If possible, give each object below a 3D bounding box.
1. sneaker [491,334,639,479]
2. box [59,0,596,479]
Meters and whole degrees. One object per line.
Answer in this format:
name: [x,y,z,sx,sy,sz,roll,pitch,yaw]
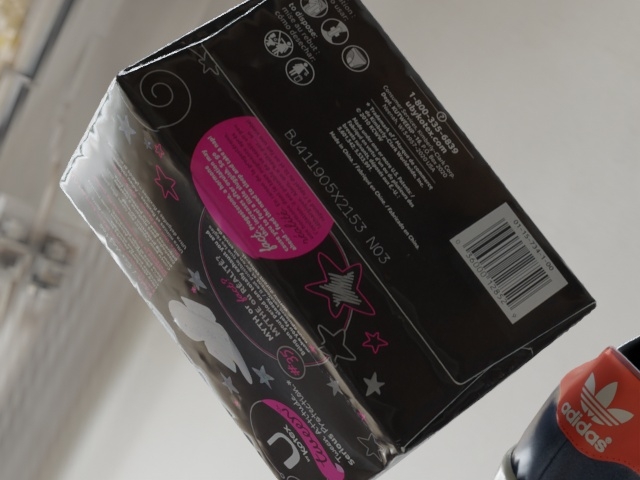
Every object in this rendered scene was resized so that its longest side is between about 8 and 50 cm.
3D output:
sneaker: [0.261,0.106,1.172,0.131,0.350,0.148,45,-56,30]
box: [0.000,0.000,1.073,0.247,0.163,0.142,53,-31,6]
